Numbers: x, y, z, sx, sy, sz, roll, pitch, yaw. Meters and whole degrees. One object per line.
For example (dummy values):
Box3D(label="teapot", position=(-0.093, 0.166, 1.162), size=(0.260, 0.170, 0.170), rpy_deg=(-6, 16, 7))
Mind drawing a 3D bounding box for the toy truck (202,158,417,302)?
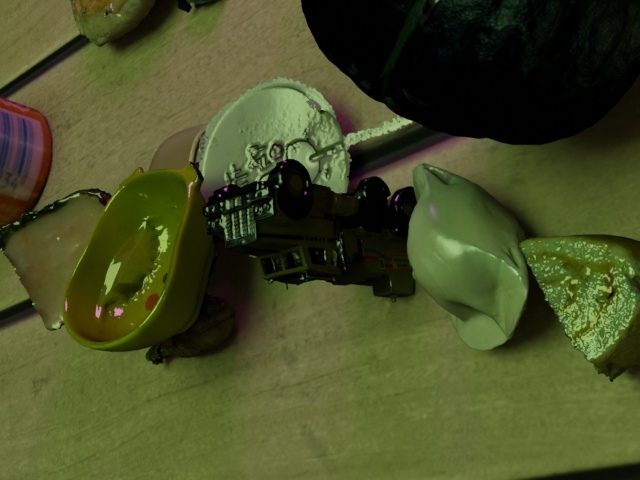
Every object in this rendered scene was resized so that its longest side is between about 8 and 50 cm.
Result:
Box3D(label="toy truck", position=(-0.002, -0.005, 1.194), size=(0.127, 0.257, 0.127), rpy_deg=(-14, 71, 42))

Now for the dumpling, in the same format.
Box3D(label="dumpling", position=(0.151, 0.021, 1.143), size=(0.151, 0.124, 0.229), rpy_deg=(90, 162, -45))

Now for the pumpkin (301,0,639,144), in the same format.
Box3D(label="pumpkin", position=(0.153, -0.255, 1.048), size=(0.363, 0.363, 0.266), rpy_deg=(54, 129, 41))

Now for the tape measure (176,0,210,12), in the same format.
Box3D(label="tape measure", position=(-0.180, -0.401, 1.649), size=(0.094, 0.054, 0.091), rpy_deg=(-19, 62, 51))

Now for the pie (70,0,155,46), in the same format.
Box3D(label="pie", position=(-0.313, -0.482, 1.779), size=(0.339, 0.077, 0.339), rpy_deg=(-26, 53, 40))

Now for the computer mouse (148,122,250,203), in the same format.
Box3D(label="computer mouse", position=(-0.167, -0.088, 1.518), size=(0.236, 0.082, 0.145), rpy_deg=(-6, 73, 46))

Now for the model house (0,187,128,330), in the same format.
Box3D(label="model house", position=(-0.332, 0.011, 1.595), size=(0.182, 0.172, 0.166), rpy_deg=(-29, 90, 15))

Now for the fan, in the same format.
Box3D(label="fan", position=(0.009, -0.111, 1.353), size=(0.414, 0.012, 0.233), rpy_deg=(-17, 80, 30))

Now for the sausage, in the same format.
Box3D(label="sausage", position=(-0.643, -0.160, 1.877), size=(0.233, 0.287, 0.233), rpy_deg=(-15, 68, 42))

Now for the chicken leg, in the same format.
Box3D(label="chicken leg", position=(-0.183, 0.123, 1.487), size=(0.178, 0.070, 0.093), rpy_deg=(-37, 53, 44))

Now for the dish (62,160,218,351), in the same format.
Box3D(label="dish", position=(-0.215, 0.036, 1.423), size=(0.221, 0.108, 0.263), rpy_deg=(-2, 63, 44))

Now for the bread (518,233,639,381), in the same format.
Box3D(label="bread", position=(0.268, 0.038, 1.019), size=(0.110, 0.103, 0.156), rpy_deg=(-43, 52, 23))
